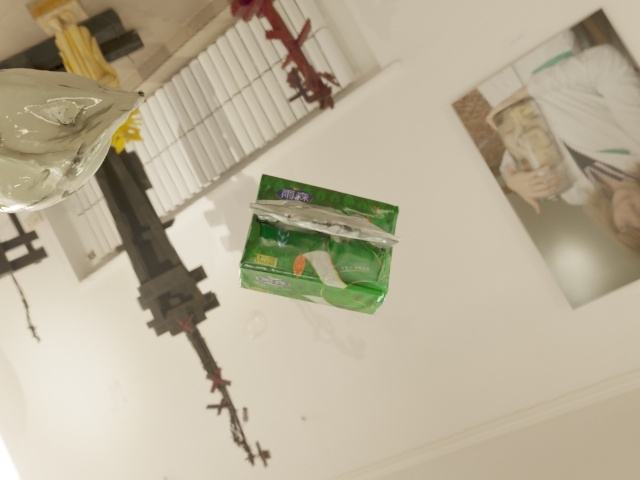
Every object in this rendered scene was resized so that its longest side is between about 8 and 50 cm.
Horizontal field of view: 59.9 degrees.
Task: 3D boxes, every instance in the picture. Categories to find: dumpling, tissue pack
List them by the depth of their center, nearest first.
[{"bbox_3d":[-0.363,-0.148,0.723,0.341,0.181,0.260,-22,-156,42],"label":"dumpling"},{"bbox_3d":[0.001,-0.001,0.783,0.209,0.148,0.156,13,154,-2],"label":"tissue pack"}]
